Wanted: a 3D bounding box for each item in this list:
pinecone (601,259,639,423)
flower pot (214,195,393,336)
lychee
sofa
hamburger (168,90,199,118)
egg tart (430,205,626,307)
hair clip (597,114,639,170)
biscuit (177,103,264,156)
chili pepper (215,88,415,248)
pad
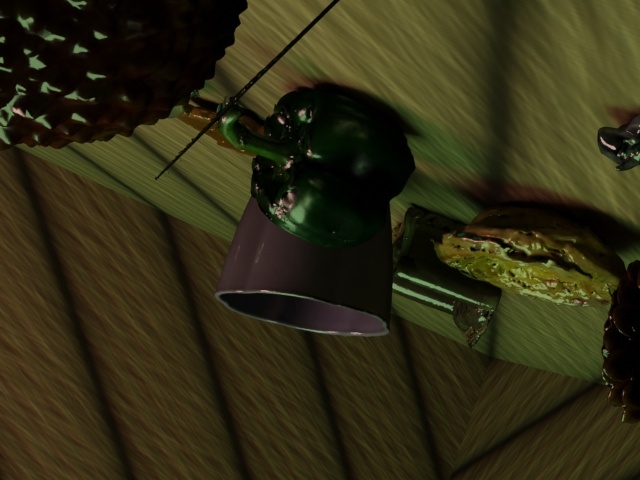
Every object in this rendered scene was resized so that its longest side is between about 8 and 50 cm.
[{"bbox_3d":[0.478,0.118,1.022,0.292,0.246,0.246,-7,156,37],"label":"pinecone"},{"bbox_3d":[0.000,0.000,1.288,0.265,0.243,0.265,12,166,3],"label":"flower pot"},{"bbox_3d":[-0.183,-0.189,0.558,0.275,0.304,0.276,25,136,26],"label":"lychee"},{"bbox_3d":[0.203,0.070,1.526,0.200,0.182,0.258,22,172,0],"label":"sofa"},{"bbox_3d":[-0.239,-0.218,1.186,0.133,0.062,0.140,11,166,31],"label":"hamburger"},{"bbox_3d":[0.295,0.011,1.215,0.290,0.107,0.291,16,169,3],"label":"egg tart"},{"bbox_3d":[0.340,-0.072,0.755,0.195,0.052,0.124,12,175,20],"label":"hair clip"},{"bbox_3d":[-0.107,-0.158,1.332,0.250,0.035,0.162,24,172,-23],"label":"biscuit"},{"bbox_3d":[-0.018,-0.104,1.048,0.261,0.174,0.165,23,-164,-23],"label":"chili pepper"},{"bbox_3d":[-0.039,-0.133,0.519,0.063,0.315,0.375,44,165,-10],"label":"pad"}]
